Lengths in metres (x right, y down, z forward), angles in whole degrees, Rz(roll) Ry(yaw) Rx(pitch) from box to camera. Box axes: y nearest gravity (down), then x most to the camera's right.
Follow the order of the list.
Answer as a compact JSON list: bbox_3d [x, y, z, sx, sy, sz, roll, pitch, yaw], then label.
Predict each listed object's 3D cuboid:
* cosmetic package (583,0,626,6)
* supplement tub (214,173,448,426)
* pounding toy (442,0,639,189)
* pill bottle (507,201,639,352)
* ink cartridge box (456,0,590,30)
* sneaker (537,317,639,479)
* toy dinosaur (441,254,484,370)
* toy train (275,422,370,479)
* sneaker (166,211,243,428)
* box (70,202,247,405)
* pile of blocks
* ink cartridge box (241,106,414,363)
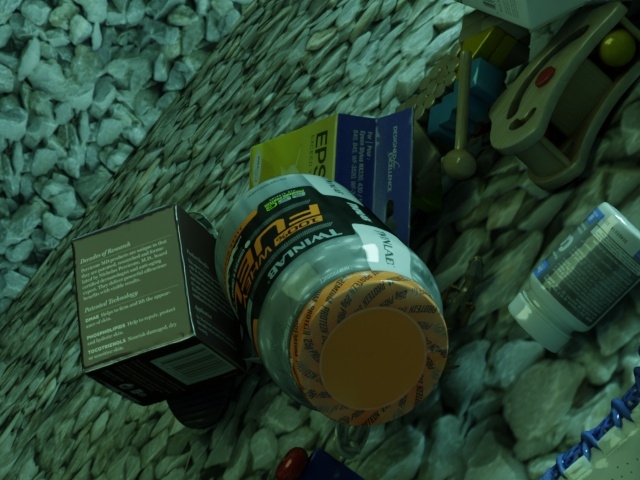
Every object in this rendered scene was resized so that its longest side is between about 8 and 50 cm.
[{"bbox_3d":[0.348,-0.399,1.381,0.162,0.230,0.453,-27,16,-18],"label":"cosmetic package"},{"bbox_3d":[0.009,0.058,1.288,0.193,0.194,0.316,-51,25,4],"label":"supplement tub"},{"bbox_3d":[0.242,-0.165,1.376,0.269,0.155,0.154,-49,18,8],"label":"pounding toy"},{"bbox_3d":[0.247,0.037,1.156,0.137,0.078,0.078,-47,22,12],"label":"pill bottle"},{"bbox_3d":[0.196,-0.364,1.423,0.100,0.172,0.237,-29,34,-17],"label":"ink cartridge box"},{"bbox_3d":[0.237,0.110,0.815,0.316,0.182,0.127,-24,-1,15],"label":"sneaker"},{"bbox_3d":[0.116,0.108,1.356,0.211,0.064,0.112,-41,10,7],"label":"toy dinosaur"},{"bbox_3d":[-0.007,0.265,1.308,0.248,0.105,0.143,-55,4,-20],"label":"toy train"},{"bbox_3d":[-0.156,0.130,1.798,0.123,0.146,0.330,-13,60,17],"label":"sneaker"},{"bbox_3d":[-0.219,0.091,1.659,0.167,0.168,0.203,-20,60,14],"label":"box"},{"bbox_3d":[0.172,-0.136,1.554,0.362,0.113,0.149,-52,32,23],"label":"pile of blocks"},{"bbox_3d":[0.000,0.000,1.560,0.307,0.072,0.303,-17,67,59],"label":"ink cartridge box"}]
